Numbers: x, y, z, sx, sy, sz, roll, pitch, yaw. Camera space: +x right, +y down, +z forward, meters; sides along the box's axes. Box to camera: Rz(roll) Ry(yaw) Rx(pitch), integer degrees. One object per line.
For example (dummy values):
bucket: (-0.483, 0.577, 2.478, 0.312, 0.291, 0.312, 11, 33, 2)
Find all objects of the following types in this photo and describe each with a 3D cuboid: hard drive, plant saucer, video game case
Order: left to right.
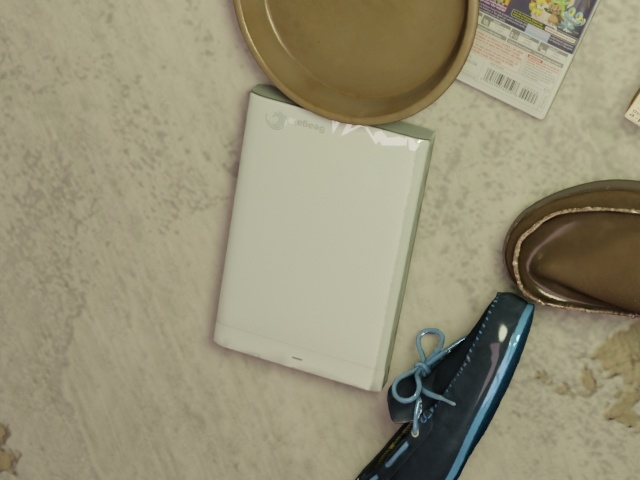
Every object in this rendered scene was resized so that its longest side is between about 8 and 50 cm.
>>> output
hard drive: (0.000, 0.000, 2.151, 0.203, 0.040, 0.308, 16, 117, 12)
plant saucer: (0.038, -0.255, 2.009, 0.278, 0.041, 0.278, 10, 112, 25)
video game case: (0.173, -0.244, 1.996, 0.201, 0.023, 0.183, 27, 118, 8)

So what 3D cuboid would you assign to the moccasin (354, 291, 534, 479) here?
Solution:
moccasin: (0.119, 0.190, 2.136, 0.117, 0.138, 0.342, 31, 118, 10)

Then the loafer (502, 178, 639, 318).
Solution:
loafer: (0.356, 0.019, 1.981, 0.366, 0.130, 0.134, -1, 111, 19)

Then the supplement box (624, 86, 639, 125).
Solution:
supplement box: (0.345, -0.161, 1.948, 0.036, 0.062, 0.098, 33, 118, 3)
